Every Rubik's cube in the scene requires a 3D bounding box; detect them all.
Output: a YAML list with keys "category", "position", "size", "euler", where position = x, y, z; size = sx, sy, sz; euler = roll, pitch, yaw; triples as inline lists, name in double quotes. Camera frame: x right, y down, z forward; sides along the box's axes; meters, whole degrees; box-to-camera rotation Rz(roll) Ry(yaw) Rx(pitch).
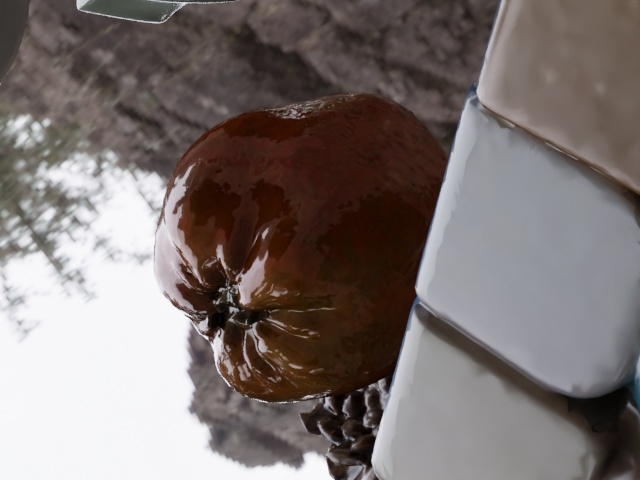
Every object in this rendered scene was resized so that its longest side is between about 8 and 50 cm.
- category: "Rubik's cube"
  position: [0.276, 0.003, 0.732]
  size: [0.346, 0.344, 0.347]
  euler: [35, -137, 25]

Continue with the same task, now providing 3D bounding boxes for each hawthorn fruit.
- category: "hawthorn fruit"
  position: [0.000, 0.000, 0.946]
  size: [0.189, 0.189, 0.189]
  euler: [11, -113, -29]

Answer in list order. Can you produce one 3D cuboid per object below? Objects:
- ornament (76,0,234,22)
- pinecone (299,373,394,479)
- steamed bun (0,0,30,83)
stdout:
- category: "ornament"
  position: [-0.079, -0.213, 1.052]
  size: [0.120, 0.285, 0.130]
  euler: [-2, -88, -20]
- category: "pinecone"
  position: [0.087, 0.122, 1.062]
  size: [0.195, 0.150, 0.179]
  euler: [19, -149, -26]
- category: "steamed bun"
  position: [-0.249, -0.118, 0.724]
  size: [0.146, 0.164, 0.241]
  euler: [36, -141, 23]
